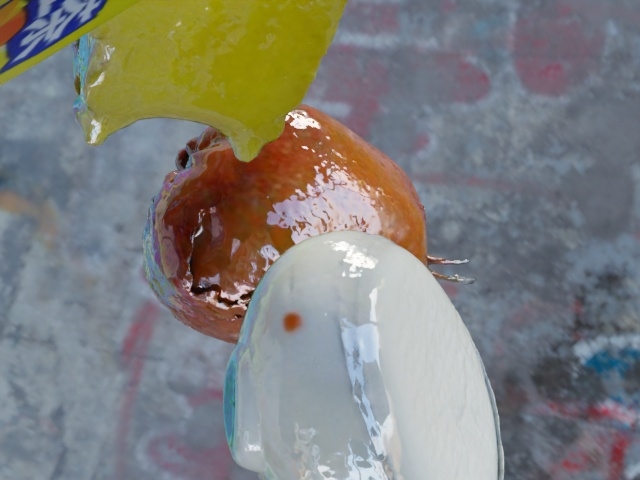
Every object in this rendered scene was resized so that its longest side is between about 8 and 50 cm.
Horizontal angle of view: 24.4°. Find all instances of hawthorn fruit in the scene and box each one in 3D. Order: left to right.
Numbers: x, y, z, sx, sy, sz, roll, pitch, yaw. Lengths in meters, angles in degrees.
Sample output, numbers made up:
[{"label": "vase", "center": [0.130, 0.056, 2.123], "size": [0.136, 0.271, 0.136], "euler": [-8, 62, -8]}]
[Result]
[{"label": "hawthorn fruit", "center": [0.000, 0.000, 1.249], "size": [0.211, 0.299, 0.211], "euler": [-162, 90, -74]}]

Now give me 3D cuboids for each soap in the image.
[{"label": "soap", "center": [-0.072, -0.259, 0.932], "size": [0.335, 0.156, 0.293], "euler": [-103, 25, -44]}]

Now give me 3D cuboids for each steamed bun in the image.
[{"label": "steamed bun", "center": [0.020, 0.103, 0.919], "size": [0.130, 0.228, 0.177], "euler": [-13, 33, 27]}]

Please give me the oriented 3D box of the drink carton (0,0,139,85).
[{"label": "drink carton", "center": [-0.126, -0.079, 0.358], "size": [0.351, 0.111, 0.154], "euler": [-35, 5, -25]}]
